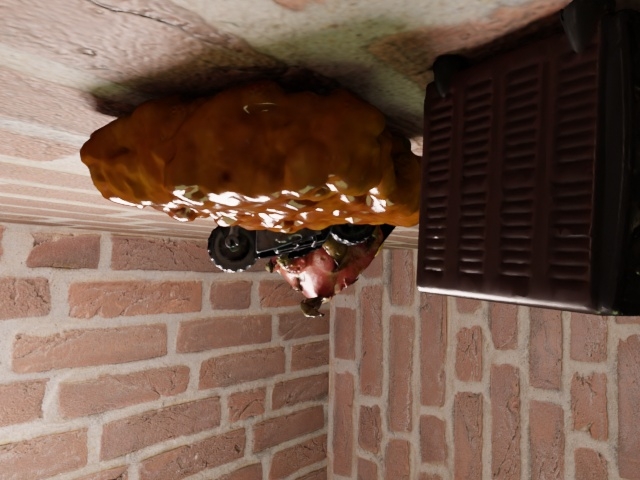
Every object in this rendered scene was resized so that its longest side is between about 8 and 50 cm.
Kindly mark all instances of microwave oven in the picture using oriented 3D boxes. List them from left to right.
[{"bbox_3d":[0.218,-0.040,0.396,0.248,0.177,0.188,3,176,-27],"label":"microwave oven"}]

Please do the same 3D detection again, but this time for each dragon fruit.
[{"bbox_3d":[0.000,0.000,1.007,0.211,0.147,0.282,-24,-156,38],"label":"dragon fruit"}]

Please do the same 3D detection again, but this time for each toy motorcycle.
[{"bbox_3d":[-0.052,-0.047,0.872,0.271,0.159,0.106,-15,172,-5],"label":"toy motorcycle"}]

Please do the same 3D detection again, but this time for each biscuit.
[{"bbox_3d":[-0.041,-0.070,0.574,0.318,0.110,0.312,-1,174,32],"label":"biscuit"}]

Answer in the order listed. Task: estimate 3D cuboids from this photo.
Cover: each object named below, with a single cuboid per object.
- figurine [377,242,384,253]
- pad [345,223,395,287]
[{"bbox_3d":[0.058,-0.019,1.300,0.247,0.131,0.156,2,-149,-38],"label":"figurine"},{"bbox_3d":[0.077,0.001,1.085,0.006,0.245,0.170,49,156,-20],"label":"pad"}]
